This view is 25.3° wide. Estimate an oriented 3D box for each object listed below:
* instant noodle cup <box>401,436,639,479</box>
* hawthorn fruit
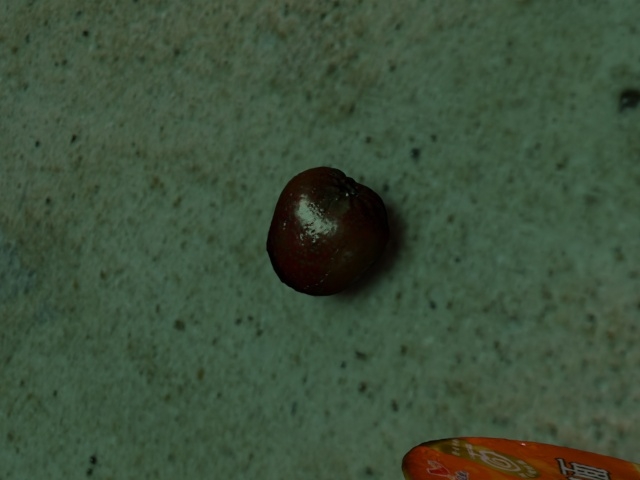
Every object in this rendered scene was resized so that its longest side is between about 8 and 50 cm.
[{"bbox_3d":[0.122,0.199,0.565,0.230,0.230,0.182,19,97,45],"label":"instant noodle cup"},{"bbox_3d":[0.002,-0.004,0.841,0.077,0.077,0.077,-17,64,38],"label":"hawthorn fruit"}]
